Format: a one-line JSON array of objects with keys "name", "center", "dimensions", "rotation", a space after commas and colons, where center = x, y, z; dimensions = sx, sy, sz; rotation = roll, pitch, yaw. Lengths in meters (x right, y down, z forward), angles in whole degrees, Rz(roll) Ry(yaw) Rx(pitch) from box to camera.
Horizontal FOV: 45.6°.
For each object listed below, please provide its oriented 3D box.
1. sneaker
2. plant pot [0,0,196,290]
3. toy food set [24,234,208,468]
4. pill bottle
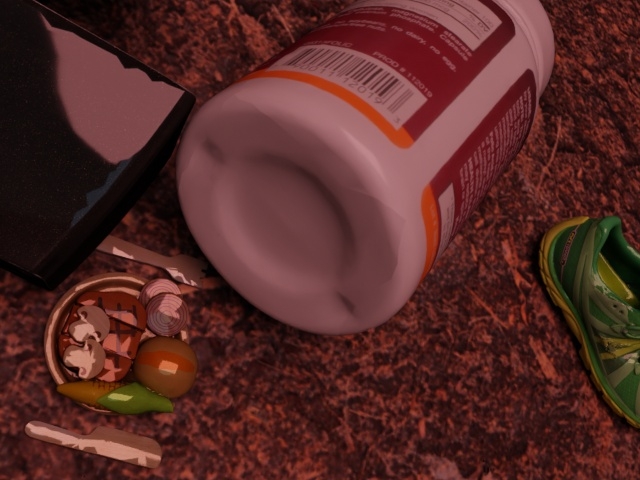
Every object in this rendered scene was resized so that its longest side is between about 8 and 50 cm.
[{"name": "sneaker", "center": [0.362, 0.103, 0.871], "dimensions": [0.109, 0.123, 0.296], "rotation": [-34, 91, -33]}, {"name": "plant pot", "center": [-0.227, -0.064, 0.587], "dimensions": [0.187, 0.188, 0.167], "rotation": [28, 74, -12]}, {"name": "toy food set", "center": [-0.165, 0.086, 0.648], "dimensions": [0.132, 0.038, 0.192], "rotation": [19, 65, -21]}, {"name": "pill bottle", "center": [0.068, -0.112, 0.712], "dimensions": [0.224, 0.224, 0.392], "rotation": [49, 47, -5]}]
